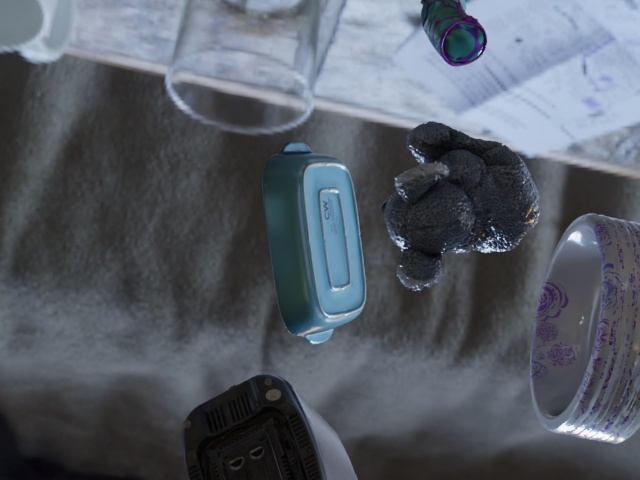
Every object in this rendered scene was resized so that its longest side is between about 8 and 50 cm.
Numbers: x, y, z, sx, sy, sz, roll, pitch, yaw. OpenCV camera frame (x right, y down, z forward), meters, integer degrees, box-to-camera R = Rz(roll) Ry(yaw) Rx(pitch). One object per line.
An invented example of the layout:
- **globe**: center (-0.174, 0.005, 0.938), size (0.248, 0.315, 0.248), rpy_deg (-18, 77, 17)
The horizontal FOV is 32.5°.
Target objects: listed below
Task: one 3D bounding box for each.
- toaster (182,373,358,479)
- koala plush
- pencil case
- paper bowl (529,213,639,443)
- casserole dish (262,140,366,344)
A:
- **toaster**: center (-0.031, 0.245, 1.015), size (0.129, 0.227, 0.146), rpy_deg (-30, 144, 10)
- **koala plush**: center (0.166, -0.044, 1.469), size (0.203, 0.196, 0.221), rpy_deg (14, -160, 31)
- **pencil case**: center (0.173, -0.281, 1.440), size (0.064, 0.152, 0.070), rpy_deg (16, 115, -15)
- **paper bowl**: center (0.380, 0.117, 1.407), size (0.148, 0.284, 0.284), rpy_deg (11, 152, -6)
- **casserole dish**: center (0.000, 0.000, 1.002), size (0.037, 0.189, 0.114), rpy_deg (-8, 180, 34)
